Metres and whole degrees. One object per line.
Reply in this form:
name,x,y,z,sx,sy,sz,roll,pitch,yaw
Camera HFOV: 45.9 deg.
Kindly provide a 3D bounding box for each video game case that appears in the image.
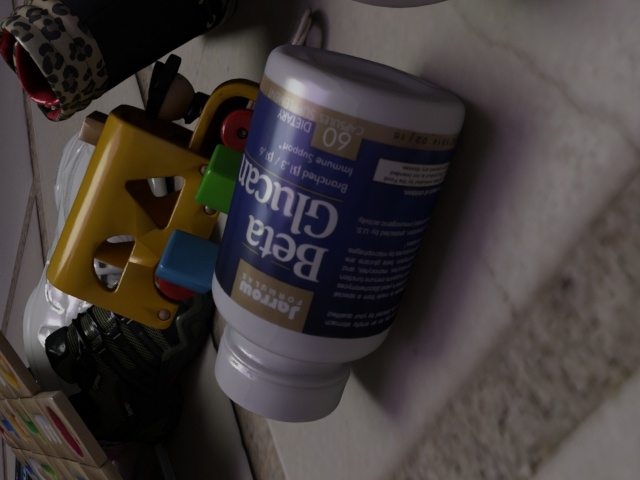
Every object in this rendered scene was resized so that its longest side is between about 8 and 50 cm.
video game case,-0.147,0.235,0.680,0.122,0.011,0.087,54,131,48

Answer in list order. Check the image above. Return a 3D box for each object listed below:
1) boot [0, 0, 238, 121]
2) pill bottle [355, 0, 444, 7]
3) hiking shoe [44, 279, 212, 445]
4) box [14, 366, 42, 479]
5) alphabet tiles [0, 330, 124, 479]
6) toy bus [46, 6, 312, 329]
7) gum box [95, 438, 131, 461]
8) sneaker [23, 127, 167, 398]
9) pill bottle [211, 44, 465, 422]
boot,-0.139,-0.158,0.531,0.085,0.178,0.236,53,162,-15
pill bottle,-0.003,-0.231,0.344,0.152,0.152,0.272,-65,36,32
hiking shoe,-0.162,0.078,0.621,0.086,0.114,0.227,42,123,52
box,-0.380,0.284,1.038,0.175,0.051,0.220,-23,66,57
alphabet tiles,-0.215,0.202,0.639,0.342,0.011,0.285,-20,103,56
toy bus,-0.103,-0.049,0.489,0.191,0.104,0.202,130,159,-54
gum box,-0.246,0.135,0.811,0.107,0.062,0.188,-45,49,49
sneaker,-0.204,0.027,0.699,0.152,0.114,0.305,-9,79,61
pill bottle,0.000,0.000,0.369,0.094,0.094,0.169,46,126,52
